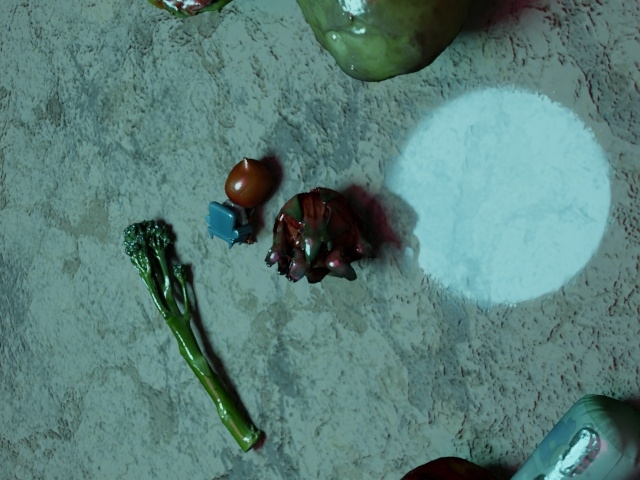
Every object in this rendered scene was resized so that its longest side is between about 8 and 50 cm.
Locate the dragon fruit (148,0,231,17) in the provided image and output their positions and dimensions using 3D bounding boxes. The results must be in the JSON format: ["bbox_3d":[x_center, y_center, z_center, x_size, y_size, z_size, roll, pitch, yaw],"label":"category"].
[{"bbox_3d":[-0.188,-0.439,1.502,0.231,0.237,0.303,-19,78,42],"label":"dragon fruit"}]

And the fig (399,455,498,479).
[{"bbox_3d":[0.146,0.398,1.430,0.204,0.186,0.249,46,130,0],"label":"fig"}]

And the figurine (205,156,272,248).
[{"bbox_3d":[-0.115,-0.059,1.610,0.068,0.075,0.140,33,118,29],"label":"figurine"}]

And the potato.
[{"bbox_3d":[0.064,-0.326,1.337,0.300,0.289,0.237,8,125,0],"label":"potato"}]

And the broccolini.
[{"bbox_3d":[-0.186,0.138,1.721,0.074,0.079,0.392,-35,83,25],"label":"broccolini"}]

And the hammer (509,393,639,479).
[{"bbox_3d":[0.354,0.347,1.250,0.206,0.118,0.336,-58,47,26],"label":"hammer"}]

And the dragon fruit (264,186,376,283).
[{"bbox_3d":[-0.005,-0.004,1.498,0.130,0.121,0.142,-50,26,9],"label":"dragon fruit"}]
